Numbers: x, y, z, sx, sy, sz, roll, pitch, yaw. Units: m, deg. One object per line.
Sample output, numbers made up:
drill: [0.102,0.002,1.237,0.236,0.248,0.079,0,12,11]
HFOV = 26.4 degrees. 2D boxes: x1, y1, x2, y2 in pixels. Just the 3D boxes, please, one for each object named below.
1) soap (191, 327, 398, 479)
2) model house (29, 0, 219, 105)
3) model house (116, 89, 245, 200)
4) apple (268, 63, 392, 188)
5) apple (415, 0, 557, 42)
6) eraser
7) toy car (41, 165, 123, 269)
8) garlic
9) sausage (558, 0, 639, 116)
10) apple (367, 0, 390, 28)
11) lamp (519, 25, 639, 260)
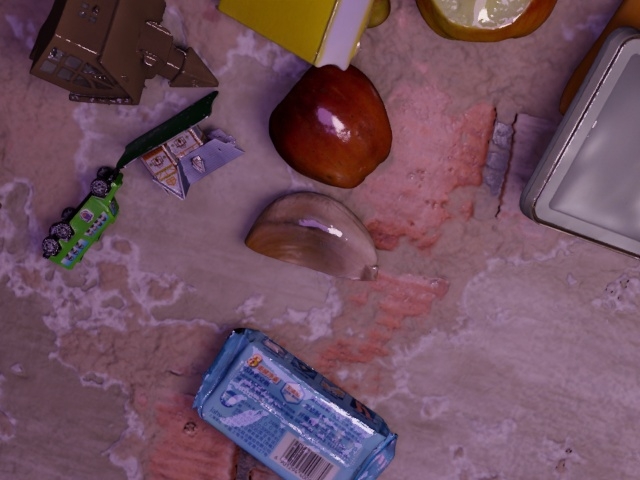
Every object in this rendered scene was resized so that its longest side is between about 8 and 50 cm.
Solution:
soap: [-0.039,0.258,1.952,0.293,0.077,0.156,37,104,2]
model house: [-0.259,-0.255,1.881,0.248,0.181,0.176,24,148,-20]
model house: [-0.189,-0.122,1.904,0.167,0.117,0.088,-30,110,13]
apple: [0.019,-0.152,1.833,0.156,0.147,0.158,-45,91,-6]
apple: [0.215,-0.342,1.747,0.195,0.160,0.173,0,104,9]
eraser: [-0.027,-0.335,1.789,0.226,0.069,0.158,35,112,37]
toy car: [-0.335,-0.033,1.961,0.062,0.071,0.165,38,105,-14]
garlic: [-0.005,-0.014,1.895,0.195,0.087,0.101,15,116,5]
sausage: [0.429,-0.272,1.752,0.112,0.112,0.328,33,102,3]
apple: [0.056,-0.326,1.820,0.074,0.089,0.090,-21,96,25]
lamp: [0.410,-0.114,1.735,0.266,0.047,0.269,17,108,-33]
